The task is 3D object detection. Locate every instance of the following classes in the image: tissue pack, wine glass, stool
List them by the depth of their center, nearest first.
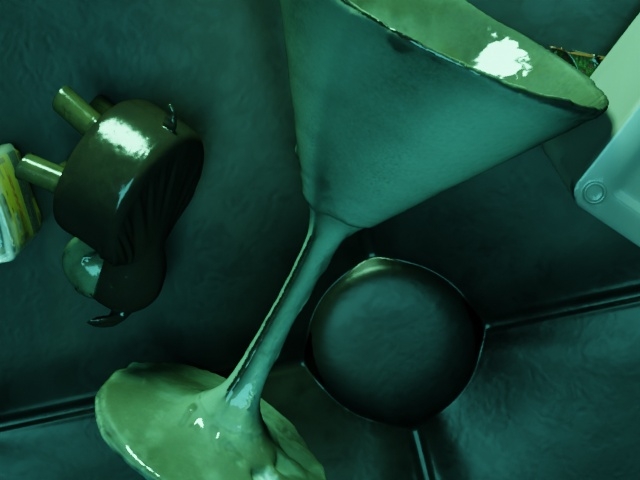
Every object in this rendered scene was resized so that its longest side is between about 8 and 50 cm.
[{"bbox_3d":[0.315,-0.047,1.008,0.246,0.136,0.159,34,107,-10],"label":"tissue pack"},{"bbox_3d":[0.000,0.000,1.014,0.267,0.267,0.406,28,112,-3],"label":"wine glass"},{"bbox_3d":[-0.170,-0.031,1.083,0.121,0.125,0.217,28,126,15],"label":"stool"}]

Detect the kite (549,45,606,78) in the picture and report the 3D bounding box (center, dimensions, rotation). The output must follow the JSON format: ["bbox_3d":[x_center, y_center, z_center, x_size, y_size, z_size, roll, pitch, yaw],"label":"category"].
[{"bbox_3d":[0.291,-0.100,1.072,0.241,0.014,0.183,17,106,1],"label":"kite"}]

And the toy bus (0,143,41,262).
[{"bbox_3d":[-0.408,0.005,1.098,0.342,0.138,0.097,-15,105,8],"label":"toy bus"}]
